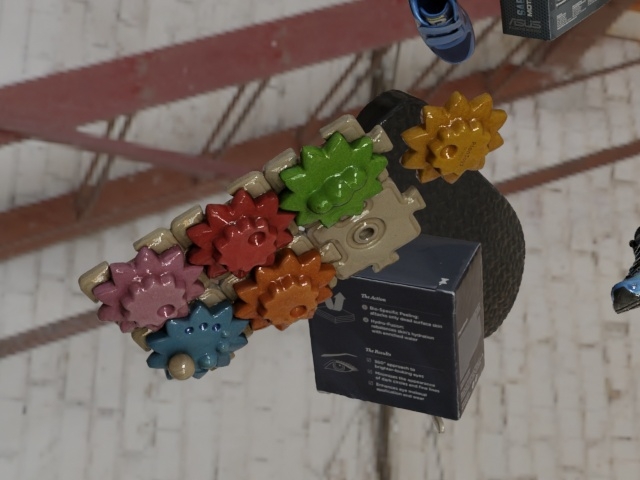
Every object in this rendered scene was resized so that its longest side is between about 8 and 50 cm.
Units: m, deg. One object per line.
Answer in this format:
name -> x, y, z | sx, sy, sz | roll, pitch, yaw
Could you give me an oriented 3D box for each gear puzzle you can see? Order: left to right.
gear puzzle -> 0.000, 0.000, 0.978 | 0.175, 0.339, 0.044 | 55, 5, -49

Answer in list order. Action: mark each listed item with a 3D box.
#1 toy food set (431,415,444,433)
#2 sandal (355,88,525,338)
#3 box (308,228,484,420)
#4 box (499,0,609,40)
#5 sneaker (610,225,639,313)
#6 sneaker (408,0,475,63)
toy food set -> 0.138, 0.105, 1.416 | 0.132, 0.038, 0.192 | -108, -165, -69
sandal -> 0.145, -0.036, 1.642 | 0.167, 0.446, 0.107 | -47, -135, -13
box -> 0.075, 0.077, 1.270 | 0.093, 0.155, 0.158 | -53, 145, -48
box -> 0.245, -0.313, 1.195 | 0.059, 0.232, 0.183 | 17, -51, 37
sneaker -> 0.340, 0.024, 1.350 | 0.063, 0.162, 0.073 | -27, -88, 40
sneaker -> 0.116, -0.222, 1.275 | 0.059, 0.053, 0.144 | -96, 160, -44
